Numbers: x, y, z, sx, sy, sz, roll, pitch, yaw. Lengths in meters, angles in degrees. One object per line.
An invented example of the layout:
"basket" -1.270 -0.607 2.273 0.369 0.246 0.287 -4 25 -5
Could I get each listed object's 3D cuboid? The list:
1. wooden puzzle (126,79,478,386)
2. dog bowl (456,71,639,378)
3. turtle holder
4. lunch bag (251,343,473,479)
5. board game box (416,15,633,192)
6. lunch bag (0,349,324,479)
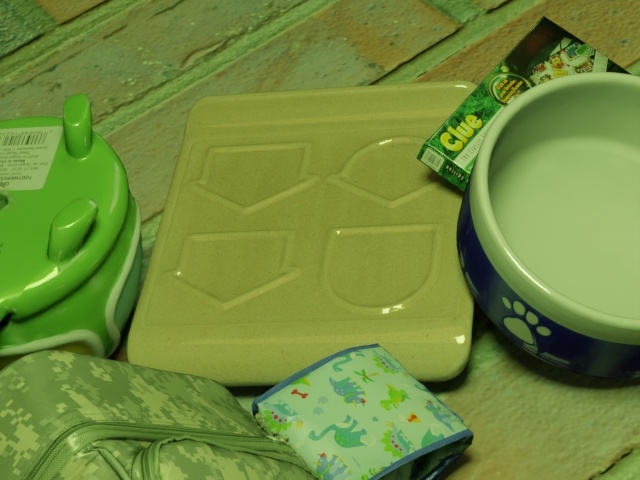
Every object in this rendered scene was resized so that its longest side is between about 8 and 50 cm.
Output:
"wooden puzzle" 0.000 0.000 1.580 0.322 0.080 0.348 -3 50 14
"dog bowl" 0.256 -0.015 1.434 0.265 0.104 0.265 4 58 -7
"turtle holder" -0.268 0.041 1.500 0.243 0.227 0.320 -23 45 -9
"lunch bag" 0.035 0.163 1.371 0.151 0.096 0.129 -31 59 -28
"board game box" 0.214 -0.117 1.597 0.136 0.030 0.260 38 49 7
"lunch bag" -0.114 0.239 1.206 0.256 0.305 0.212 43 102 32
